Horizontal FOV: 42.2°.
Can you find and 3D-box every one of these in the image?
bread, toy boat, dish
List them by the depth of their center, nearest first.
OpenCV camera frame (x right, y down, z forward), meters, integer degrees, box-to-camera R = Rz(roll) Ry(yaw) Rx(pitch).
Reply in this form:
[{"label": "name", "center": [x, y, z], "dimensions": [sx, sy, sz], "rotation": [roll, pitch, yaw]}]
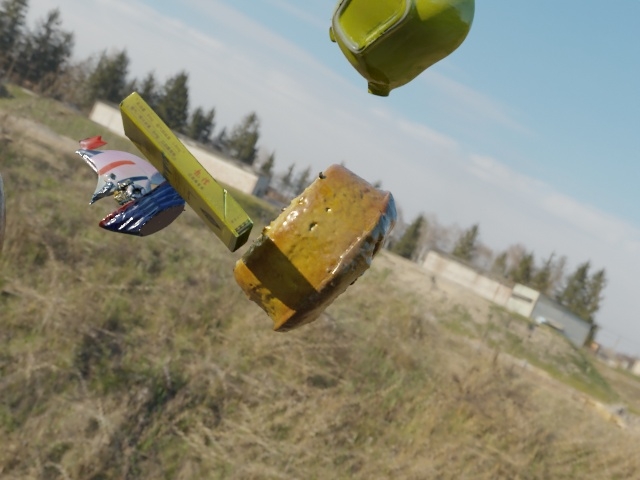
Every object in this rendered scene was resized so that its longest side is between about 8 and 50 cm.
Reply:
[{"label": "dish", "center": [0.101, -0.361, 1.311], "dimensions": [0.108, 0.262, 0.221], "rotation": [-13, 68, -50]}, {"label": "bread", "center": [0.000, 0.000, 1.481], "dimensions": [0.194, 0.340, 0.179], "rotation": [43, -10, 1]}, {"label": "toy boat", "center": [-0.411, -0.130, 1.844], "dimensions": [0.219, 0.071, 0.318], "rotation": [-12, 49, -19]}]

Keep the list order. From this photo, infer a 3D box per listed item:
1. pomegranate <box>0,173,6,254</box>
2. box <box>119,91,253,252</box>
[{"label": "pomegranate", "center": [-0.538, -0.034, 0.993], "dimensions": [0.319, 0.319, 0.319], "rotation": [24, 1, 0]}, {"label": "box", "center": [-0.218, -0.104, 1.342], "dimensions": [0.279, 0.041, 0.153], "rotation": [47, -15, 1]}]
